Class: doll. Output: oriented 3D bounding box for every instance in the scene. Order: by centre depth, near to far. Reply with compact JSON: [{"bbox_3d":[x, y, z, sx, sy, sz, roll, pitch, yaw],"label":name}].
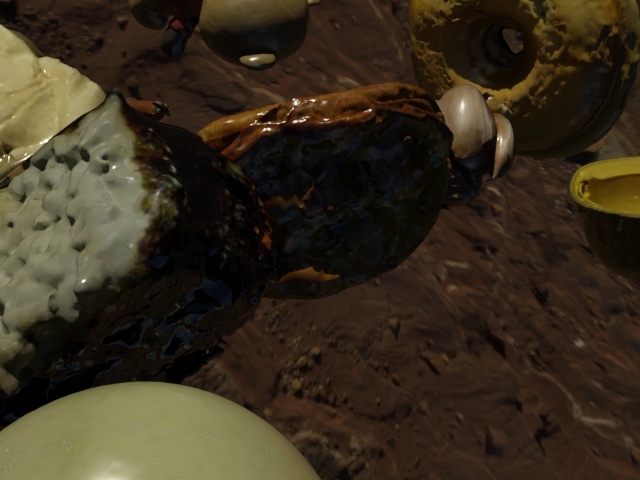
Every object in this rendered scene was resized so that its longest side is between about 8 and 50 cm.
[{"bbox_3d":[-0.172,-0.419,1.372,0.330,0.174,0.235,26,62,11],"label":"doll"}]

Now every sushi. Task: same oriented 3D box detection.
[{"bbox_3d":[-0.187,0.069,0.566,0.343,0.196,0.182,-40,129,14],"label":"sushi"}]

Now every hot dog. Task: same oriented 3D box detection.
[{"bbox_3d":[0.006,-0.050,0.750,0.272,0.122,0.196,-12,118,-12],"label":"hot dog"}]

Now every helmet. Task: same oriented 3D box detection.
[{"bbox_3d":[0.426,-0.013,1.029,0.205,0.257,0.140,-5,107,7],"label":"helmet"}]

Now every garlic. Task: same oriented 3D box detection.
[{"bbox_3d":[0.196,-0.148,1.270,0.214,0.191,0.160,-21,121,33],"label":"garlic"}]

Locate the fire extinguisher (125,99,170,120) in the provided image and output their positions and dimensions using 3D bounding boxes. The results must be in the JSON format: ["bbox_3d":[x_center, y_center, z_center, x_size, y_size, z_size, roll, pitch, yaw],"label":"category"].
[{"bbox_3d":[-0.196,-0.144,0.881,0.083,0.028,0.022,9,75,36],"label":"fire extinguisher"}]

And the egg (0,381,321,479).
[{"bbox_3d":[-0.085,0.192,0.361,0.219,0.219,0.269,3,113,4],"label":"egg"}]

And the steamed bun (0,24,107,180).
[{"bbox_3d":[-0.492,-0.165,1.211,0.372,0.324,0.230,28,134,6],"label":"steamed bun"}]

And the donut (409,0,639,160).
[{"bbox_3d":[0.345,-0.345,1.407,0.449,0.198,0.448,24,126,37],"label":"donut"}]

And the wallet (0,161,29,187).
[{"bbox_3d":[-0.421,0.063,0.950,0.317,0.044,0.169,-37,92,2],"label":"wallet"}]
